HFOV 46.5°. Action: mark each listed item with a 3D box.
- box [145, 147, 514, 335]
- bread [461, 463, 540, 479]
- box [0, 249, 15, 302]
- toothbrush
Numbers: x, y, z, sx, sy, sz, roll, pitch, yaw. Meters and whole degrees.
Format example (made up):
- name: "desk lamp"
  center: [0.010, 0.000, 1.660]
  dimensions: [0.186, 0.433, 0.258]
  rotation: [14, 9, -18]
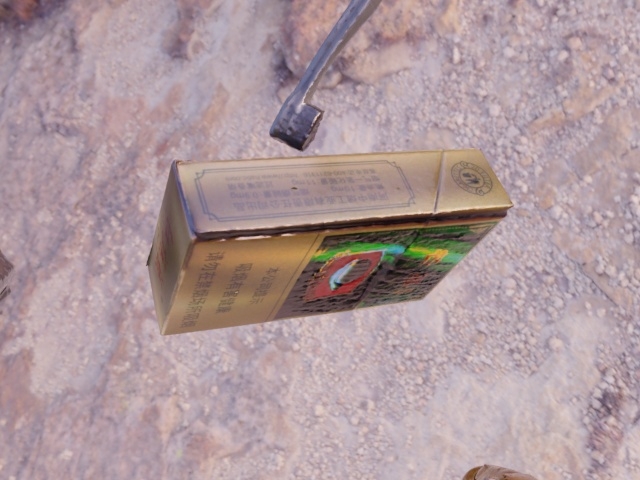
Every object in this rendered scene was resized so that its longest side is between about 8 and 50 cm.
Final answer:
- name: "box"
  center: [0.000, 0.000, 0.565]
  dimensions: [0.159, 0.240, 0.071]
  rotation: [118, 140, -54]
- name: "bread"
  center: [0.196, 0.413, 0.712]
  dimensions: [0.216, 0.398, 0.397]
  rotation: [14, 72, 1]
- name: "box"
  center: [-0.533, 0.156, 0.885]
  dimensions: [0.359, 0.091, 0.350]
  rotation: [-43, 14, -1]
- name: "toothbrush"
  center: [0.048, -0.191, 0.523]
  dimensions: [0.031, 0.030, 0.297]
  rotation: [36, 107, 13]
